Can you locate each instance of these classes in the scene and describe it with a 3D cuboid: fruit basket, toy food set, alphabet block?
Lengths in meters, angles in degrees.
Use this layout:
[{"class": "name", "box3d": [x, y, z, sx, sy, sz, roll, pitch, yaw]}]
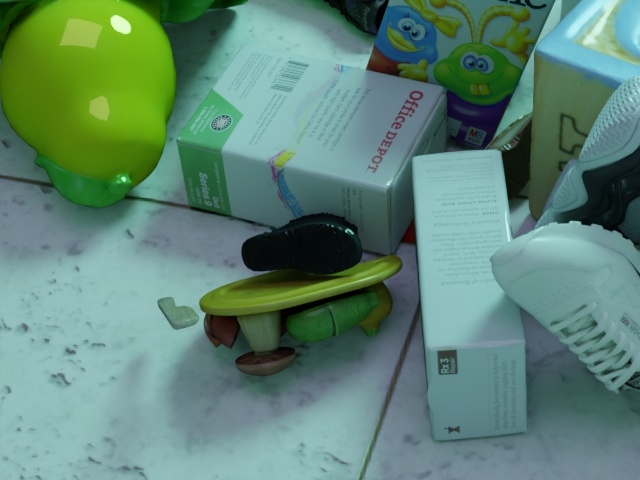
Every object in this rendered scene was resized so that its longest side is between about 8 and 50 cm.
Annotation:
[{"class": "fruit basket", "box3d": [-0.234, -0.211, 1.588, 0.392, 0.392, 0.283, -15, 3, -10]}, {"class": "toy food set", "box3d": [-0.029, 0.069, 1.372, 0.218, 0.071, 0.128, -14, 10, -18]}, {"class": "alphabet block", "box3d": [0.311, -0.110, 1.427, 0.193, 0.197, 0.192, 26, 51, 28]}]

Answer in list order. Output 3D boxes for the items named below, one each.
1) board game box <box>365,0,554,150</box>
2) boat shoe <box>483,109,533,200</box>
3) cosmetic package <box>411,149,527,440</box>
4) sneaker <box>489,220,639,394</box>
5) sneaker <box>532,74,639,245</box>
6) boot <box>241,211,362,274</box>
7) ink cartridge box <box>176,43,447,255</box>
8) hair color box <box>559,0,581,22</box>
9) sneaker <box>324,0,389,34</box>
[{"class": "board game box", "box3d": [0.149, -0.242, 1.501, 0.142, 0.275, 0.144, 22, 48, 3]}, {"class": "boat shoe", "box3d": [0.175, -0.073, 1.507, 0.135, 0.050, 0.045, -41, 8, -11]}, {"class": "cosmetic package", "box3d": [0.123, 0.041, 1.346, 0.085, 0.117, 0.231, -5, 45, 2]}, {"class": "sneaker", "box3d": [0.222, 0.062, 1.255, 0.090, 0.235, 0.094, -29, 50, 37]}, {"class": "sneaker", "box3d": [0.264, -0.015, 1.316, 0.153, 0.268, 0.101, 28, 60, 4]}, {"class": "boot", "box3d": [0.000, 0.001, 1.395, 0.121, 0.045, 0.099, -5, 8, 30]}, {"class": "ink cartridge box", "box3d": [-0.003, -0.087, 1.507, 0.212, 0.093, 0.154, 13, 47, 19]}, {"class": "hair color box", "box3d": [0.428, -0.258, 1.575, 0.374, 0.185, 0.113, 19, 49, 23]}, {"class": "sneaker", "box3d": [0.040, -0.282, 1.701, 0.283, 0.107, 0.124, 9, 52, 15]}]
